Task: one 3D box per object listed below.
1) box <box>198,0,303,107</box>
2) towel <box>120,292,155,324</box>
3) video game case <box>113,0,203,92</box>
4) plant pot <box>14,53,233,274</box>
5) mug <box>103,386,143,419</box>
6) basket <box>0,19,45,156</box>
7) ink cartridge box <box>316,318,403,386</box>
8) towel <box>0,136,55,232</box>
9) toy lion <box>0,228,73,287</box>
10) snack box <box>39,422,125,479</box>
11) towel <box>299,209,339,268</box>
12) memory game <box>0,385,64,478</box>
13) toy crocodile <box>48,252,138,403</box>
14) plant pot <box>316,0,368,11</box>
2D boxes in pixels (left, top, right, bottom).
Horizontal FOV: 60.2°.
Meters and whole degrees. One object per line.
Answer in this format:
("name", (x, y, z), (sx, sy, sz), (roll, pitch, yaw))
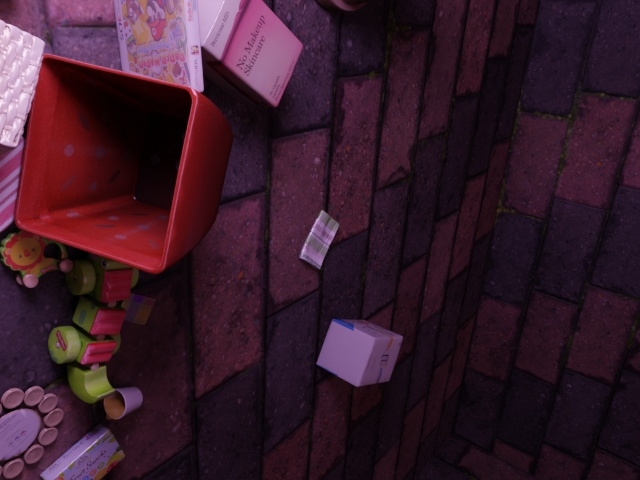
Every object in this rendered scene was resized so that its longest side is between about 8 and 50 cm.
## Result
("box", (-0.163, -0.378, 1.054), (0.232, 0.127, 0.148), (28, 84, -57))
("towel", (-0.377, 0.139, 1.130), (0.083, 0.009, 0.060), (31, 82, -56))
("video game case", (-0.256, -0.347, 0.843), (0.026, 0.227, 0.206), (-23, 125, -39))
("plant pot", (-0.284, -0.123, 0.903), (0.236, 0.267, 0.267), (-20, 125, -72))
("mug", (-0.412, 0.335, 1.155), (0.064, 0.078, 0.062), (2, 73, -65))
("basket", (-0.443, -0.204, 0.723), (0.113, 0.103, 0.167), (18, 82, -45))
("ink cartridge box", (0.138, 0.370, 1.853), (0.233, 0.171, 0.168), (14, 95, -58))
("towel", (-0.497, -0.111, 0.807), (0.144, 0.029, 0.197), (-53, 144, -28))
("toy lion", (-0.473, 0.022, 0.913), (0.100, 0.034, 0.096), (-31, 123, -45))
("snack box", (-0.480, 0.457, 1.126), (0.141, 0.037, 0.100), (-42, 137, -36))
("towel", (0.000, 0.000, 1.589), (0.113, 0.023, 0.152), (38, 75, -57))
("memory game", (-0.551, 0.346, 0.987), (0.186, 0.012, 0.186), (-31, 132, -43))
("toy crocodile", (-0.399, 0.127, 1.004), (0.115, 0.105, 0.340), (6, 102, -56))
("plant pot", (0.127, -0.646, 1.237), (0.263, 0.229, 0.263), (-32, 132, -45))
